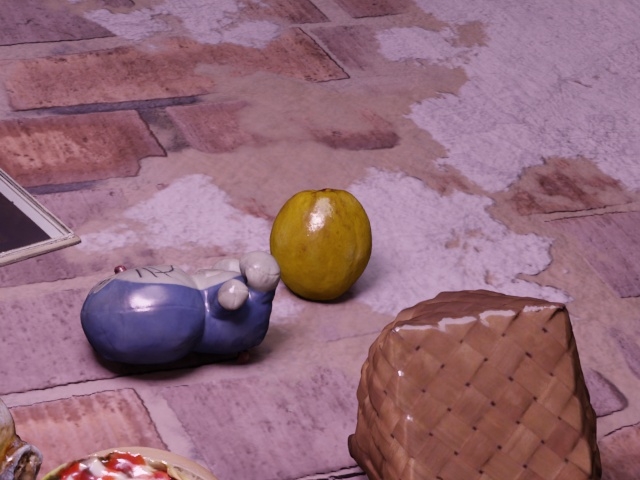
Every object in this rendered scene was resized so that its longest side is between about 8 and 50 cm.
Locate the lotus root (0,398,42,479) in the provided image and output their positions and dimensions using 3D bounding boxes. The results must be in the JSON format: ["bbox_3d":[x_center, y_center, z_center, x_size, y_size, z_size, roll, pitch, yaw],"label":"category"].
[{"bbox_3d":[-0.498,0.216,1.957,0.349,0.175,0.175,13,31,14],"label":"lotus root"}]

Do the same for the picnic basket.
[{"bbox_3d":[0.177,0.228,2.031,0.293,0.337,0.337,-7,34,-11],"label":"picnic basket"}]

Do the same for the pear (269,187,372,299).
[{"bbox_3d":[0.000,0.000,2.435,0.149,0.162,0.149,4,20,-2],"label":"pear"}]

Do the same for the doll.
[{"bbox_3d":[-0.192,0.088,2.255,0.258,0.154,0.228,2,-2,-23],"label":"doll"}]

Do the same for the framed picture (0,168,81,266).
[{"bbox_3d":[-0.528,-0.043,2.517,0.231,0.018,0.293,-18,39,-36],"label":"framed picture"}]

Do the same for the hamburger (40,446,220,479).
[{"bbox_3d":[-0.195,0.352,1.690,0.300,0.300,0.176,6,16,-4],"label":"hamburger"}]
